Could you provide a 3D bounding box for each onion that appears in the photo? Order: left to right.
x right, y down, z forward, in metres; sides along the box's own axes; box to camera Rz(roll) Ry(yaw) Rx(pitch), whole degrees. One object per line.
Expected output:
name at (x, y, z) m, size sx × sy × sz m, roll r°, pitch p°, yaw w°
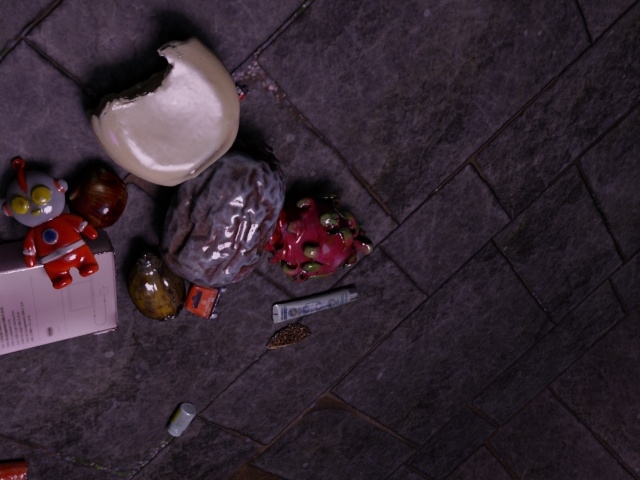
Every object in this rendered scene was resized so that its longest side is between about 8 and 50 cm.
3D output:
onion at (-0.420, -0.077, 1.370) m, size 0.119 × 0.118 × 0.117 m, roll 7°, pitch 123°, yaw -37°

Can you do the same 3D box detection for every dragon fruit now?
dragon fruit at (-0.010, -0.003, 1.661) m, size 0.273 × 0.198 × 0.218 m, roll 32°, pitch 74°, yaw -67°

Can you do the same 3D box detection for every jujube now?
jujube at (-0.195, -0.054, 1.470) m, size 0.226 × 0.226 × 0.316 m, roll 13°, pitch 110°, yaw -40°

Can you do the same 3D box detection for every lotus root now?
lotus root at (-0.351, 0.094, 1.551) m, size 0.120 × 0.120 × 0.209 m, roll -24°, pitch 138°, yaw -16°

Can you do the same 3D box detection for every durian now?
durian at (-0.084, 0.253, 1.923) m, size 0.131 × 0.052 × 0.066 m, roll -16°, pitch 170°, yaw -18°

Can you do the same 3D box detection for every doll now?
doll at (-0.494, -0.036, 1.314) m, size 0.142 × 0.076 × 0.244 m, roll -24°, pitch 101°, yaw -3°

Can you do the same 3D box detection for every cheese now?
cheese at (-0.276, -0.234, 1.316) m, size 0.266 × 0.127 × 0.233 m, roll -38°, pitch 127°, yaw -7°

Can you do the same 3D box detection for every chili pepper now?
chili pepper at (-0.773, 0.561, 1.671) m, size 0.192 × 0.084 × 0.086 m, roll 1°, pitch 91°, yaw -37°

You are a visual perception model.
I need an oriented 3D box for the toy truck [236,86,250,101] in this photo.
toy truck at (-0.176, -0.274, 1.430) m, size 0.083 × 0.024 × 0.032 m, roll -41°, pitch 159°, yaw 4°

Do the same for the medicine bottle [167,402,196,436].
medicine bottle at (-0.362, 0.467, 1.892) m, size 0.047 × 0.047 × 0.083 m, roll 19°, pitch 113°, yaw -42°

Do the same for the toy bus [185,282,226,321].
toy bus at (-0.250, 0.107, 1.596) m, size 0.077 × 0.174 × 0.079 m, roll 19°, pitch 104°, yaw -9°

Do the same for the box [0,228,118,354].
box at (-0.536, 0.099, 1.434) m, size 0.252 × 0.106 × 0.203 m, roll -13°, pitch 131°, yaw -27°

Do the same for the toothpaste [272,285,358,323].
toothpaste at (-0.013, 0.164, 1.887) m, size 0.239 × 0.039 × 0.062 m, roll -13°, pitch 127°, yaw -22°
